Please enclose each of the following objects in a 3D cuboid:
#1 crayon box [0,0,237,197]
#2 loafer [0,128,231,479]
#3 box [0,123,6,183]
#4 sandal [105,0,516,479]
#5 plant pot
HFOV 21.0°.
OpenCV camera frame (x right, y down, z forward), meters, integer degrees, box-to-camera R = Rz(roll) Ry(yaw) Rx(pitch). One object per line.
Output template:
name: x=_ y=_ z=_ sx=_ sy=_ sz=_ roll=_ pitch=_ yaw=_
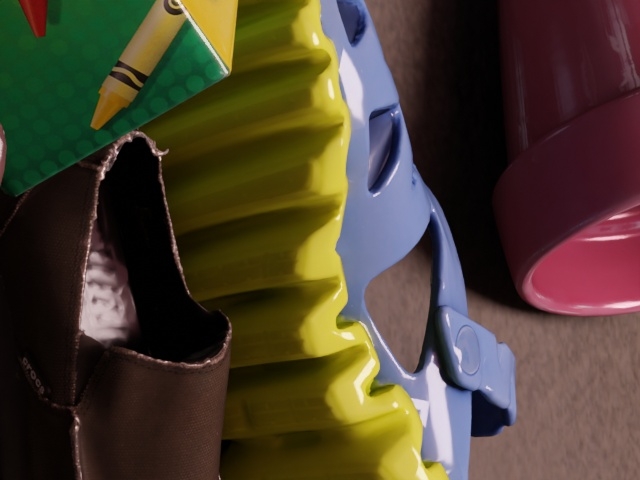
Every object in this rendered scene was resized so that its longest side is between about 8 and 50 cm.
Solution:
crayon box: x=-0.098 y=-0.162 z=0.550 sx=0.165 sy=0.081 sz=0.278 roll=53 pitch=20 yaw=-29
loafer: x=-0.070 y=0.057 z=0.622 sx=0.080 sy=0.078 sz=0.220 roll=-26 pitch=101 yaw=-50
box: x=-0.213 y=0.019 z=0.390 sx=0.203 sy=0.167 sz=0.168 roll=31 pitch=59 yaw=-42
sandal: x=0.000 y=0.000 z=0.699 sx=0.138 sy=0.126 sz=0.317 roll=-37 pitch=119 yaw=-51
plant pot: x=0.172 y=-0.079 z=0.873 sx=0.201 sy=0.201 sz=0.180 roll=10 pitch=59 yaw=-49
